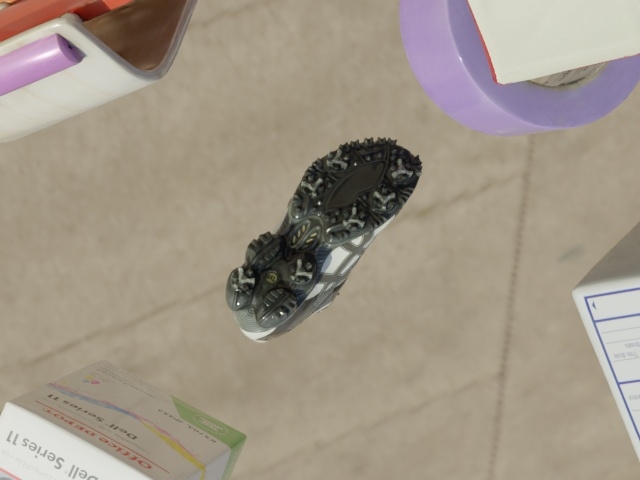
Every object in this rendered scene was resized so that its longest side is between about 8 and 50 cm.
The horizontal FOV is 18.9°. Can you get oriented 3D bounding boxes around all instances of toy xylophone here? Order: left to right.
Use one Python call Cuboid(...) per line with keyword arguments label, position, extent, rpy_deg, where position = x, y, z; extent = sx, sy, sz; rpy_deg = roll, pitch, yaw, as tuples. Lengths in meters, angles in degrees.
Cuboid(label="toy xylophone", position=(-0.158, -0.169, 1.191), extent=(0.236, 0.322, 0.081), rpy_deg=(-24, 125, 23))

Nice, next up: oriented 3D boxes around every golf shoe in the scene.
Cuboid(label="golf shoe", position=(0.000, 0.000, 1.500), extent=(0.198, 0.077, 0.094), rpy_deg=(-43, 162, -19))

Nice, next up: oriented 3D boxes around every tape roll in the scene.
Cuboid(label="tape roll", position=(0.161, -0.177, 1.493), extent=(0.189, 0.189, 0.080), rpy_deg=(-13, -176, -24))

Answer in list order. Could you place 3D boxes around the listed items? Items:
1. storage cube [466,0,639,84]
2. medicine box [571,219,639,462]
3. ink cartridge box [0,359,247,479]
Cuboid(label="storage cube", position=(0.168, -0.236, 1.133), extent=(0.215, 0.193, 0.183), rpy_deg=(-10, 135, 20))
Cuboid(label="medicine box", position=(0.400, 0.117, 1.638), extent=(0.263, 0.289, 0.149), rpy_deg=(-11, -161, 40))
Cuboid(label="ink cartridge box", position=(-0.235, 0.249, 2.082), extent=(0.119, 0.207, 0.353), rpy_deg=(-66, 170, 12))
